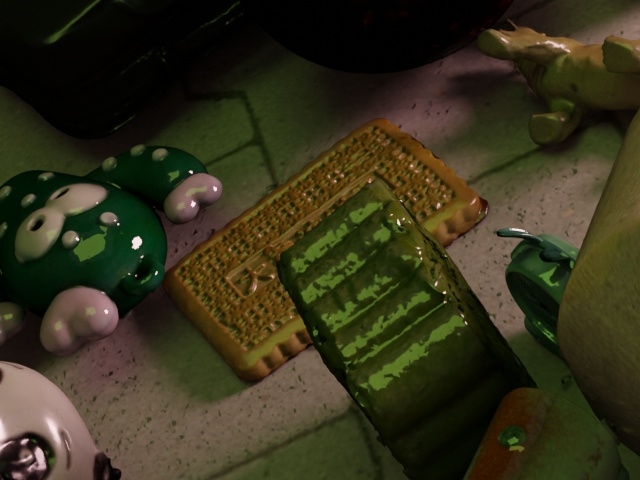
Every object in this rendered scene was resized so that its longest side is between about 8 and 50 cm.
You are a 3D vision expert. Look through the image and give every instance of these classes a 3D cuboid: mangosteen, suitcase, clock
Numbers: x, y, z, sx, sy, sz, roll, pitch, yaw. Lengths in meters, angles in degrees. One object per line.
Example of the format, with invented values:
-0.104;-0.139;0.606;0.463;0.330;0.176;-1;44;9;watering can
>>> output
0.045;-0.288;1.621;0.297;0.297;0.313;-35;4;-7;mangosteen
-0.188;-0.278;1.818;0.345;0.188;0.339;-40;41;-16;suitcase
0.173;0.037;1.336;0.041;0.135;0.101;-41;41;-13;clock

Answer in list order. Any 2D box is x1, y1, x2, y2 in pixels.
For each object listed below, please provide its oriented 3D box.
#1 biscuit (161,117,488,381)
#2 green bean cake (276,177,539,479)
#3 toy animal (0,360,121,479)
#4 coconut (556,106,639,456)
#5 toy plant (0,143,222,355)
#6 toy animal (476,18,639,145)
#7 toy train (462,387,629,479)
0.000;0.000;1.552;0.254;0.029;0.172;-36;41;-9;biscuit
0.072;0.084;1.288;0.113;0.214;0.200;-33;40;3;green bean cake
-0.283;0.193;1.405;0.235;0.165;0.187;-34;63;-5;toy animal
0.311;0.031;1.164;0.297;0.297;0.309;0;43;29;coconut
-0.208;0.007;1.597;0.243;0.112;0.232;-2;45;35;toy plant
0.222;-0.138;1.534;0.219;0.103;0.101;9;30;39;toy animal
0.112;0.228;1.145;0.116;0.177;0.285;7;53;35;toy train
